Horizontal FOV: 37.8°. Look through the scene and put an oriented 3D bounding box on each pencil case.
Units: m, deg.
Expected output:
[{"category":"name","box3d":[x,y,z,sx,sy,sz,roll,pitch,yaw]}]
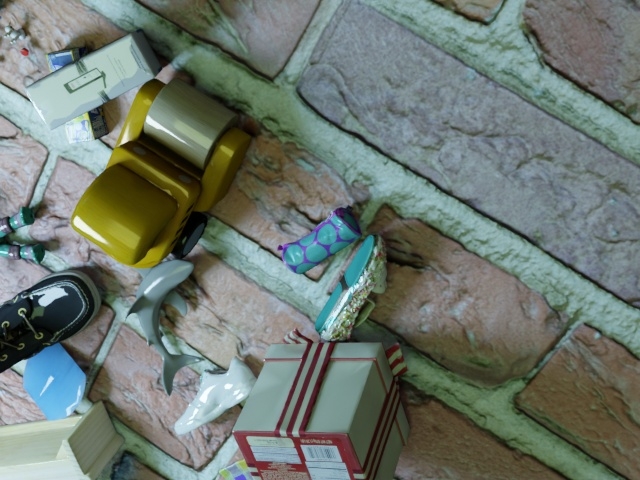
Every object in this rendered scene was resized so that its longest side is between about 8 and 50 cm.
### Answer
[{"category":"pencil case","box3d":[0.000,0.000,1.665,0.152,0.064,0.070,-35,112,26]}]

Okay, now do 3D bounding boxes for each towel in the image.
[{"category":"towel","box3d":[-0.164,0.484,1.931,0.083,0.009,0.060,-27,100,25]}]

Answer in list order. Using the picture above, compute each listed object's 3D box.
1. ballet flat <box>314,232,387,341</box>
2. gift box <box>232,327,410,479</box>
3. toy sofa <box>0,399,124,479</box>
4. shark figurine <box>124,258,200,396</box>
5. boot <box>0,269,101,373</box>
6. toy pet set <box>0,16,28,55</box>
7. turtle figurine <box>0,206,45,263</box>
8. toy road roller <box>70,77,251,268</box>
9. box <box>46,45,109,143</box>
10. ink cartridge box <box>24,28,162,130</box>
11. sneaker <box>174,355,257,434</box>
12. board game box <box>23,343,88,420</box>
[{"category":"ballet flat","box3d":[0.071,0.088,1.676,0.077,0.091,0.241,20,123,-17]},{"category":"gift box","box3d":[0.017,0.310,1.664,0.255,0.258,0.276,0,125,20]},{"category":"toy sofa","box3d":[-0.608,0.471,1.998,0.363,0.150,0.177,-12,110,22]},{"category":"shark figurine","box3d":[-0.330,0.152,1.802,0.166,0.116,0.278,17,120,21]},{"category":"boot","box3d":[-0.632,0.201,1.827,0.377,0.284,0.138,-22,101,25]},{"category":"toy pet set","box3d":[-0.613,-0.389,1.741,0.122,0.065,0.114,-12,140,25]},{"category":"turtle figurine","box3d":[-0.679,0.011,1.869,0.234,0.118,0.175,-13,120,7]},{"category":"toy road roller","box3d":[-0.291,-0.098,1.627,0.203,0.240,0.329,32,116,5]},{"category":"box","box3d":[-0.446,-0.268,1.720,0.059,0.054,0.168,-5,107,20]},{"category":"ink cartridge box","box3d":[-0.386,-0.279,1.608,0.203,0.148,0.086,-26,107,4]},{"category":"sneaker","box3d":[-0.218,0.305,1.856,0.212,0.080,0.094,-36,84,19]},{"category":"board game box","box3d":[-0.551,0.294,1.966,0.169,0.033,0.133,43,103,25]}]
